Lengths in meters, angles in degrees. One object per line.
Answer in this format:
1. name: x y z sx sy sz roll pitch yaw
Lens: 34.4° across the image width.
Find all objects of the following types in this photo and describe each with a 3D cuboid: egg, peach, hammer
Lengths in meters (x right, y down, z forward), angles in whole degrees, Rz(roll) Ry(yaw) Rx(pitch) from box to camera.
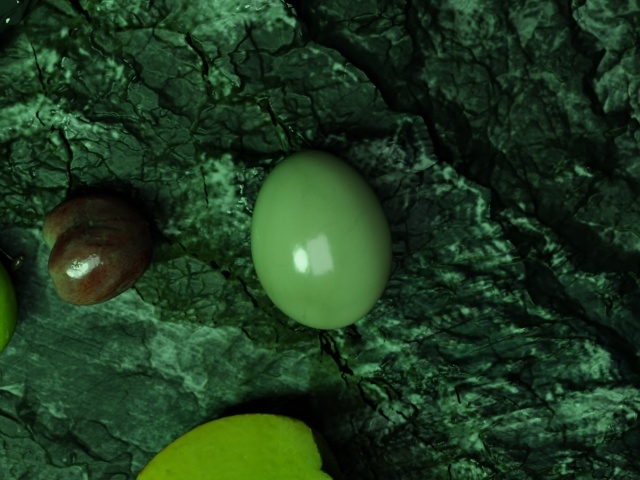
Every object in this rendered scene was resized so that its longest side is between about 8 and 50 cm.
1. egg: 0.000 0.000 1.353 0.185 0.186 0.242 -11 112 4
2. peach: -0.128 0.433 1.518 0.380 0.242 0.306 -28 133 -3
3. peach: -0.295 0.006 1.381 0.152 0.152 0.152 0 114 -1
4. hammer: -0.465 -0.004 1.437 0.029 0.014 0.123 -44 107 7

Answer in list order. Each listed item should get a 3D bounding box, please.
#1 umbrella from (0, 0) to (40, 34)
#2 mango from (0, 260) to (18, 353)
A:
1. umbrella: -0.389 -0.298 1.267 0.340 0.118 0.118 -41 109 11
2. mango: -0.525 0.042 1.391 0.175 0.143 0.293 -27 102 8
